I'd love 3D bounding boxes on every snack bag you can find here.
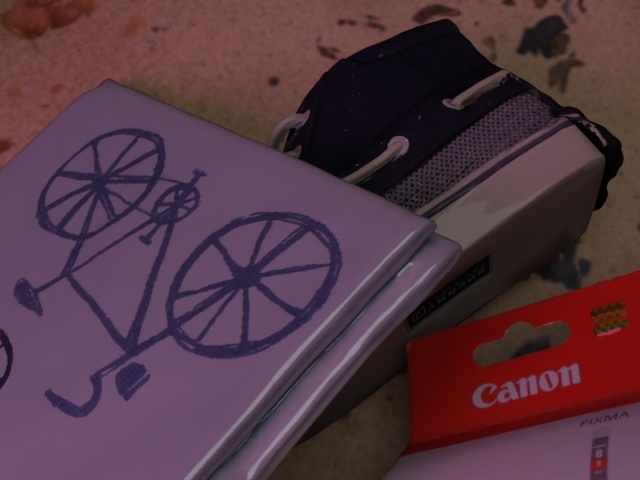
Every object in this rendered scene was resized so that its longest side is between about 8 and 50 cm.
[{"bbox_3d":[-0.148,0.064,0.477,0.342,0.037,0.323,-47,44,-16],"label":"snack bag"}]

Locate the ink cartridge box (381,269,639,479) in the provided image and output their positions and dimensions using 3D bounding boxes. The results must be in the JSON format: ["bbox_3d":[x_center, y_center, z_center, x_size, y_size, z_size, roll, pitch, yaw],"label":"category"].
[{"bbox_3d":[0.089,0.102,0.427,0.145,0.045,0.179,-22,51,33],"label":"ink cartridge box"}]

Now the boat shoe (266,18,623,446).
[{"bbox_3d":[0.000,0.000,0.555,0.340,0.127,0.158,-31,59,-14],"label":"boat shoe"}]

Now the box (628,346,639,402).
[{"bbox_3d":[0.283,0.165,0.388,0.294,0.183,0.296,3,65,35],"label":"box"}]
